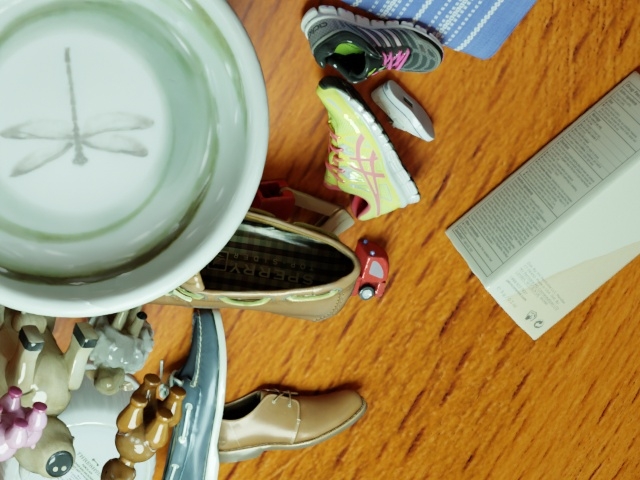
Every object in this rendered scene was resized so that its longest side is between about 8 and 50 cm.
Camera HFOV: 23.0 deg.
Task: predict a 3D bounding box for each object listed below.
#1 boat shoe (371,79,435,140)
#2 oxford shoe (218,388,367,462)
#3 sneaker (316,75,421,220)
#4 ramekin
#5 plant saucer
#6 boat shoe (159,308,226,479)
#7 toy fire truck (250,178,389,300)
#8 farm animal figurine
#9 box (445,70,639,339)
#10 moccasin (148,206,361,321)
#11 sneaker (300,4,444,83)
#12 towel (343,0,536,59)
[{"bbox_3d":[0.095,-0.147,1.842,0.035,0.035,0.100,-24,134,30],"label":"boat shoe"},{"bbox_3d":[-0.044,0.219,1.989,0.212,0.076,0.076,-14,114,-11],"label":"oxford shoe"},{"bbox_3d":[0.037,-0.098,1.820,0.094,0.081,0.208,-30,125,3],"label":"sneaker"},{"bbox_3d":[-0.295,0.254,1.899,0.207,0.109,0.207,-9,123,-14],"label":"ramekin"},{"bbox_3d":[-0.256,-0.123,1.637,0.400,0.100,0.400,0,92,-7],"label":"plant saucer"},{"bbox_3d":[-0.158,0.202,1.915,0.079,0.095,0.254,3,107,-7],"label":"boat shoe"},{"bbox_3d":[0.000,0.000,1.885,0.192,0.047,0.135,4,119,-21],"label":"toy fire truck"},{"bbox_3d":[-0.330,0.169,1.712,0.330,0.327,0.172,13,121,-23],"label":"farm animal figurine"},{"bbox_3d":[0.322,-0.044,1.913,0.311,0.148,0.121,-40,125,8],"label":"box"},{"bbox_3d":[-0.145,0.013,1.741,0.380,0.147,0.139,15,71,-6],"label":"moccasin"},{"bbox_3d":[0.060,-0.206,1.755,0.170,0.075,0.063,12,142,-22],"label":"sneaker"},{"bbox_3d":[0.119,-0.340,1.707,0.336,0.040,0.243,19,127,-27],"label":"towel"}]
